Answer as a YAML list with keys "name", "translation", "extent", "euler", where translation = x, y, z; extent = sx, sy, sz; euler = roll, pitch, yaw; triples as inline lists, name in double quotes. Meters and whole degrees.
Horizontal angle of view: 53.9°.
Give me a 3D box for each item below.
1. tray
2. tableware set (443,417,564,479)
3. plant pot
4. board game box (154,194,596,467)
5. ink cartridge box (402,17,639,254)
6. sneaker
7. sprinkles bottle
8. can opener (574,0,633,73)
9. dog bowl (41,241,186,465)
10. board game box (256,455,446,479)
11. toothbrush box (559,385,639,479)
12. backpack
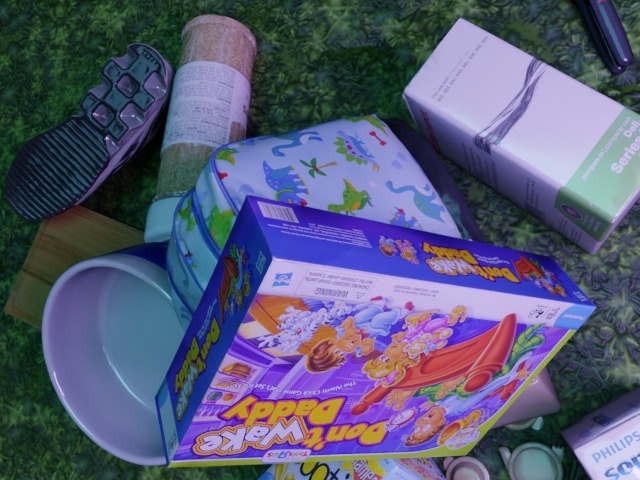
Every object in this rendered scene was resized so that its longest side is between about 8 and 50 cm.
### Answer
- name: "tray"
  translation: [-0.275, 0.092, 0.954]
  extent: [0.410, 0.076, 0.203]
  euler: [20, 86, 20]
- name: "tableware set"
  translation: [0.215, 0.253, 0.790]
  extent: [0.168, 0.020, 0.141]
  euler: [-12, 73, 17]
- name: "plant pot"
  translation: [0.217, 0.156, 0.754]
  extent: [0.109, 0.096, 0.109]
  euler: [-18, 60, 11]
- name: "board game box"
  translation: [0.054, 0.103, 0.584]
  extent: [0.233, 0.346, 0.078]
  euler: [-61, 36, 29]
- name: "ink cartridge box"
  translation: [0.251, -0.119, 0.758]
  extent: [0.272, 0.198, 0.115]
  euler: [38, 92, 20]
- name: "sneaker"
  translation: [-0.341, -0.152, 0.989]
  extent: [0.330, 0.146, 0.122]
  euler: [-42, 87, 4]
- name: "sprinkles bottle"
  translation: [-0.166, -0.151, 0.906]
  extent: [0.121, 0.121, 0.356]
  euler: [-4, 66, 17]
- name: "can opener"
  translation: [0.369, -0.309, 0.833]
  extent: [0.073, 0.059, 0.186]
  euler: [-18, 74, 13]
- name: "dog bowl"
  translation: [-0.219, 0.139, 0.797]
  extent: [0.264, 0.104, 0.265]
  euler: [7, 106, 25]
- name: "board game box"
  translation: [0.007, 0.339, 0.747]
  extent: [0.275, 0.144, 0.142]
  euler: [-46, 31, 5]
- name: "toothbrush box"
  translation: [0.379, 0.301, 0.623]
  extent: [0.126, 0.216, 0.296]
  euler: [-33, 70, 8]
- name: "backpack"
  translation: [0.000, 0.000, 0.714]
  extent: [0.355, 0.273, 0.290]
  euler: [-20, 69, -18]
